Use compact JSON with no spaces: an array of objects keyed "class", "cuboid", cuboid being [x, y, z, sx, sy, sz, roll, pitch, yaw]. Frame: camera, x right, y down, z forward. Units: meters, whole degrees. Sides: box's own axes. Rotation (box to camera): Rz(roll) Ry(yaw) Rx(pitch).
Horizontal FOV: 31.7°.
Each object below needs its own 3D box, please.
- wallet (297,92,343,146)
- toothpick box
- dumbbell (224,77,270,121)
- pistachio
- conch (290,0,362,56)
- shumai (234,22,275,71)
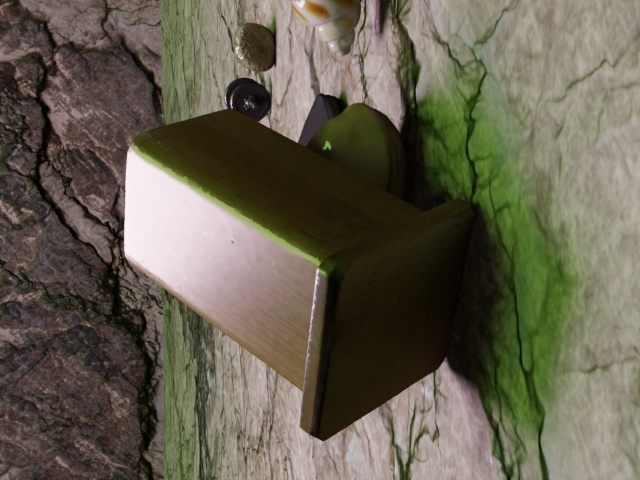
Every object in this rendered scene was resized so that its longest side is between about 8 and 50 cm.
[{"class":"wallet","cuboid":[0.015,-0.056,1.413,0.149,0.044,0.250,113,152,-48]},{"class":"toothpick box","cuboid":[-0.038,0.008,1.074,0.308,0.190,0.187,31,129,34]},{"class":"dumbbell","cuboid":[-0.121,-0.232,1.869,0.147,0.069,0.069,-133,44,-69]},{"class":"pistachio","cuboid":[0.037,-0.054,1.184,0.124,0.124,0.184,-132,32,-69]},{"class":"conch","cuboid":[0.003,-0.337,1.218,0.149,0.183,0.275,38,139,27]},{"class":"shumai","cuboid":[-0.117,-0.311,1.824,0.080,0.083,0.082,1,54,57]}]
